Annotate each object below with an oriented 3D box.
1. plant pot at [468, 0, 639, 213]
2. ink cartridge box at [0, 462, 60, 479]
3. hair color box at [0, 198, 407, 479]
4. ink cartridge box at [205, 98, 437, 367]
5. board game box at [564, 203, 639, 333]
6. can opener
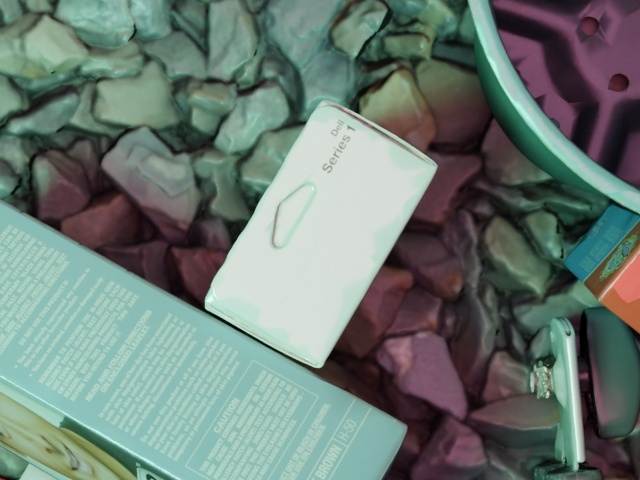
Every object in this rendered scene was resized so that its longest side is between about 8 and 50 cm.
[{"bbox_3d":[0.246,-0.163,0.902,0.341,0.334,0.341,0,88,-1],"label":"plant pot"},{"bbox_3d":[-0.248,0.257,0.919,0.261,0.296,0.066,21,125,0],"label":"ink cartridge box"},{"bbox_3d":[-0.138,0.111,0.928,0.374,0.185,0.113,29,64,9],"label":"hair color box"},{"bbox_3d":[0.000,0.000,0.952,0.092,0.219,0.160,30,89,0],"label":"ink cartridge box"},{"bbox_3d":[0.325,0.100,0.939,0.316,0.242,0.064,38,97,2],"label":"board game box"},{"bbox_3d":[0.207,0.192,1.019,0.093,0.074,0.280,-1,88,-1],"label":"can opener"}]
